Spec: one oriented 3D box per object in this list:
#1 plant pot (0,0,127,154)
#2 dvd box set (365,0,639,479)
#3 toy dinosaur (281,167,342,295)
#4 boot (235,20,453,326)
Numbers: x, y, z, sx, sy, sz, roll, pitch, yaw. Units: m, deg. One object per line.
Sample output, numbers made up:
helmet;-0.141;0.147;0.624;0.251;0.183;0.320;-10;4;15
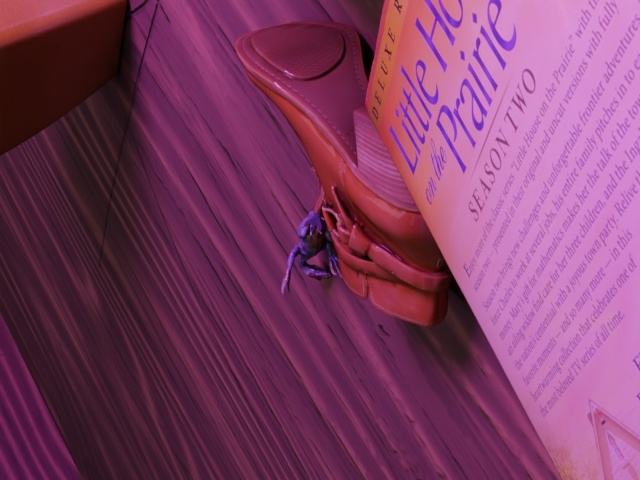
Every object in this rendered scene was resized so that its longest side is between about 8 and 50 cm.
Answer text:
plant pot;-0.305;-0.225;1.002;0.212;0.187;0.212;60;156;15
dvd box set;0.141;0.021;0.329;0.308;0.062;0.421;100;148;-59
toy dinosaur;0.000;0.000;0.778;0.082;0.047;0.090;145;134;-74
boot;0.014;-0.044;0.650;0.197;0.073;0.152;45;152;45
